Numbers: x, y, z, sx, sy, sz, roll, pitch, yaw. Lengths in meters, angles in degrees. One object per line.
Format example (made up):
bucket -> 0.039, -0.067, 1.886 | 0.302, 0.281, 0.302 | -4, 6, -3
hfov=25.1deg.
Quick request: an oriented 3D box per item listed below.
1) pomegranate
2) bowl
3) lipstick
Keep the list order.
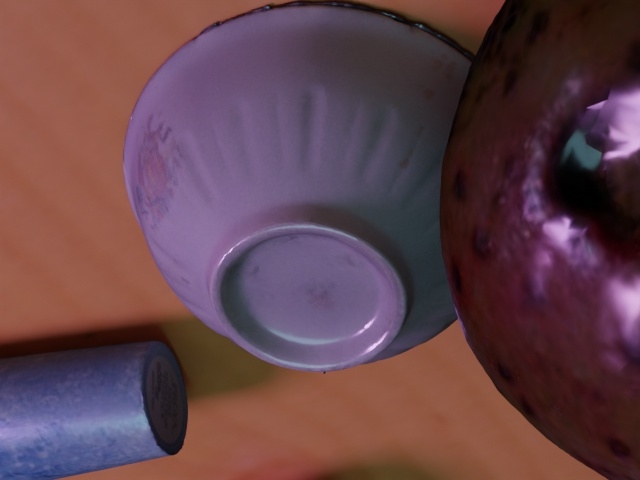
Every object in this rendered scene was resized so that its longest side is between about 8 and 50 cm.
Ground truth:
pomegranate -> 0.196, -0.012, 0.512 | 0.305, 0.242, 0.242 | 13, 132, -27
bowl -> 0.000, 0.000, 0.622 | 0.189, 0.086, 0.189 | 4, 130, 4
lipstick -> -0.206, 0.102, 0.746 | 0.274, 0.061, 0.068 | -11, 129, 15
